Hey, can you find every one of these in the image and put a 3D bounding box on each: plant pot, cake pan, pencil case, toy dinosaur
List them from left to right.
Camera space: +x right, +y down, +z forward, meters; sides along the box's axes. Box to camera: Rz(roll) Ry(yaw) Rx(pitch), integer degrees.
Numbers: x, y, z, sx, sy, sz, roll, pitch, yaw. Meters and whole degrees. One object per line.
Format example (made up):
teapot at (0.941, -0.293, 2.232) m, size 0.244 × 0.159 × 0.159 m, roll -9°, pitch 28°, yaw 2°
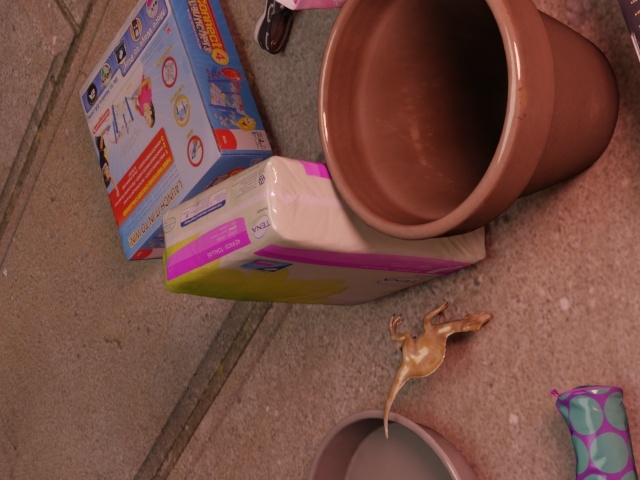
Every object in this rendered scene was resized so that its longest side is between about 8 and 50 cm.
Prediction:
cake pan at (0.092, 0.341, 1.344) m, size 0.293 × 0.054 × 0.293 m, roll 2°, pitch 92°, yaw 50°
toy dinosaur at (0.106, 0.127, 1.292) m, size 0.183 × 0.053 × 0.092 m, roll -49°, pitch 31°, yaw 14°
plant pot at (0.163, -0.132, 1.111) m, size 0.263 × 0.229 × 0.263 m, roll 1°, pitch 91°, yaw 50°
pencil case at (0.271, 0.216, 1.121) m, size 0.070 × 0.064 × 0.151 m, roll -10°, pitch 82°, yaw 24°

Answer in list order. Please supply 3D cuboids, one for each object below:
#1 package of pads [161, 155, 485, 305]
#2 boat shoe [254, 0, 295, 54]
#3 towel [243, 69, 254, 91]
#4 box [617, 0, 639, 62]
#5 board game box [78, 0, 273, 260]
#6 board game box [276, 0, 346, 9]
package of pads at (0.000, 0.000, 1.255) m, size 0.229 × 0.297 × 0.101 m, roll -24°, pitch 66°, yaw 49°
boat shoe at (-0.053, -0.302, 1.503) m, size 0.038 × 0.046 × 0.125 m, roll 49°, pitch 129°, yaw 37°
towel at (-0.118, -0.199, 1.612) m, size 0.060 × 0.009 × 0.083 m, roll 30°, pitch 113°, yaw 46°
box at (0.413, -0.279, 0.917) m, size 0.395 × 0.097 × 0.318 m, roll -32°, pitch 69°, yaw 45°
board game box at (-0.220, -0.173, 1.661) m, size 0.308 × 0.086 × 0.302 m, roll -41°, pitch 61°, yaw 46°
board game box at (0.094, -0.383, 1.119) m, size 0.066 × 0.318 × 0.318 m, roll 35°, pitch 119°, yaw 24°
